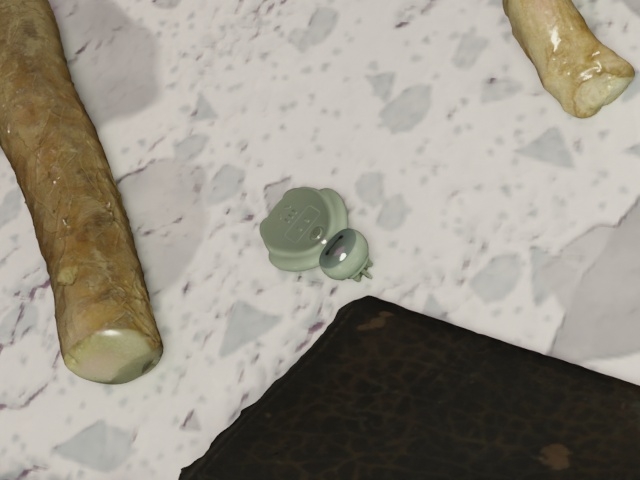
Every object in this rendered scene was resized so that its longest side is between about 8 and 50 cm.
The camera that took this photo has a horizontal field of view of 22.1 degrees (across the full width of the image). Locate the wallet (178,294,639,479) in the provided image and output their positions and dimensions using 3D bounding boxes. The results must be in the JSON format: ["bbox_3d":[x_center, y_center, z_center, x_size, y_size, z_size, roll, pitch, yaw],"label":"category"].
[{"bbox_3d":[0.102,0.124,0.774,0.321,0.044,0.170,17,48,33],"label":"wallet"}]

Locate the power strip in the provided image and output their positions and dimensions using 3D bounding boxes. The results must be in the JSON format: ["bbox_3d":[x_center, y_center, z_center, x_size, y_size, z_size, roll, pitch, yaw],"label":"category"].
[{"bbox_3d":[0.000,0.000,0.927,0.055,0.035,0.083,-51,41,-5],"label":"power strip"}]

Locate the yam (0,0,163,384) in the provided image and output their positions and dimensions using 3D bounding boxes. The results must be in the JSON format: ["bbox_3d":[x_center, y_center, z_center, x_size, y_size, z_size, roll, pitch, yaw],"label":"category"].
[{"bbox_3d":[-0.159,-0.038,1.003,0.066,0.066,0.300,-32,55,9],"label":"yam"}]

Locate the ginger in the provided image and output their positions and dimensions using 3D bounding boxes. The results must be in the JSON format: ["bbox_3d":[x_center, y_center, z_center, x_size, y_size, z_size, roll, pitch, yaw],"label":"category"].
[{"bbox_3d":[0.156,-0.208,0.926,0.089,0.075,0.288,-33,42,62],"label":"ginger"}]
